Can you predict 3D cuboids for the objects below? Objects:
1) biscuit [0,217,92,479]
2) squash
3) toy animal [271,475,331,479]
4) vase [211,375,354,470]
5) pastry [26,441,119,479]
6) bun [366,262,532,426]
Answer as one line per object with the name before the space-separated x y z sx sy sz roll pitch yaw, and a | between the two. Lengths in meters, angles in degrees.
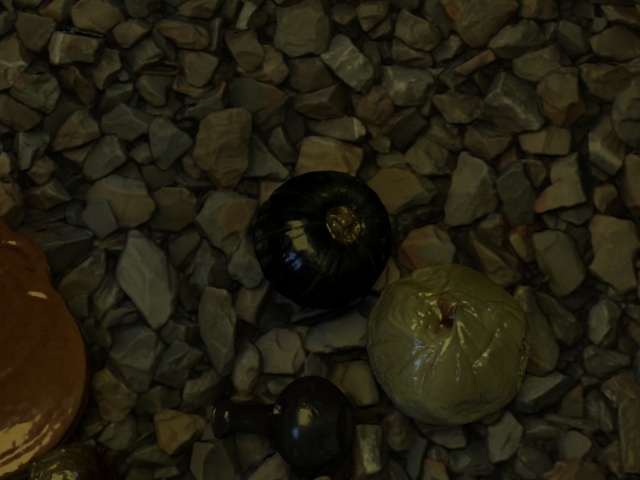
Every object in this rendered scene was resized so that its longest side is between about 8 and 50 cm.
biscuit | -0.496 0.133 1.640 0.349 0.078 0.455 -37 64 -23
squash | 0.003 -0.003 1.646 0.193 0.156 0.193 0 90 -18
toy animal | -0.031 0.410 1.474 0.166 0.154 0.250 1 59 -22
vase | -0.053 0.231 1.585 0.182 0.120 0.120 0 65 22
pastry | -0.279 0.340 1.491 0.100 0.229 0.218 -23 105 -3
bun | 0.165 0.122 1.600 0.220 0.134 0.220 -2 64 5
